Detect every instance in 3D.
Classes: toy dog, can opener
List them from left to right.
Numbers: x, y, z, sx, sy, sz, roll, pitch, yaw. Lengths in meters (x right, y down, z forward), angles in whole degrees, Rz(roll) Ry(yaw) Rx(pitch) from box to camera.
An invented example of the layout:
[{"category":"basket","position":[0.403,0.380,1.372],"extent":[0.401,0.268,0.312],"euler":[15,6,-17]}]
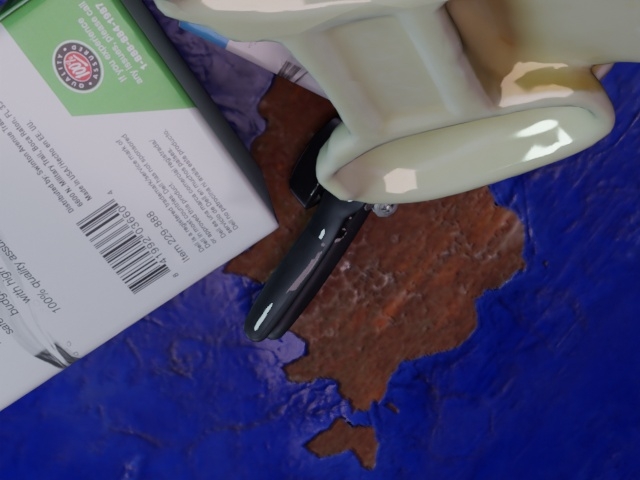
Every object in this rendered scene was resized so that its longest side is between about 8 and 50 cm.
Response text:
[{"category":"can opener","position":[0.000,0.000,0.826],"extent":[0.059,0.073,0.186],"euler":[1,122,-52]},{"category":"toy dog","position":[0.089,-0.280,0.548],"extent":[0.396,0.407,0.284],"euler":[-16,156,25]}]

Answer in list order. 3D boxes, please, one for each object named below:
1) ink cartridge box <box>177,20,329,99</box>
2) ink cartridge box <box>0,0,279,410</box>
[{"category":"ink cartridge box","position":[0.004,-0.158,0.752],"extent":[0.180,0.060,0.104],"euler":[24,105,-17]},{"category":"ink cartridge box","position":[-0.207,-0.029,0.737],"extent":[0.289,0.121,0.211],"euler":[-32,113,5]}]
